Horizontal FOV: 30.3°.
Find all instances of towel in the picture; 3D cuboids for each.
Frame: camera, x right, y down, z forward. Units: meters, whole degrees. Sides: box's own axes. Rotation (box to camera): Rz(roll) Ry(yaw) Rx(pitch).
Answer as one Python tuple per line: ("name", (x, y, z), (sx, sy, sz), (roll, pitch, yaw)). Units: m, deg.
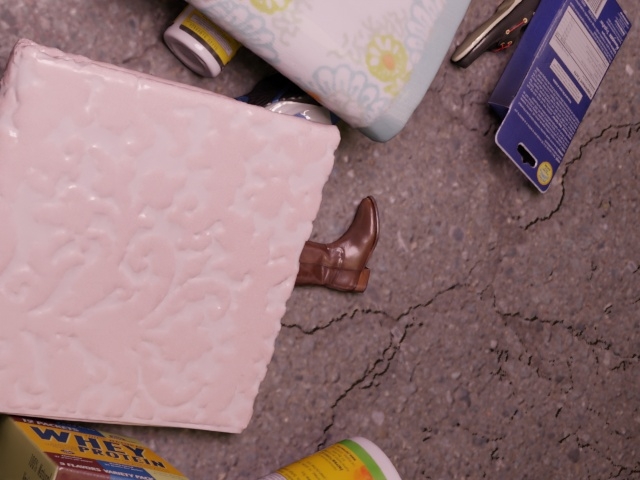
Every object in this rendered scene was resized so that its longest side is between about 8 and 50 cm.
("towel", (-0.167, 0.012, 1.074), (0.316, 0.053, 0.332), (11, 107, -29))
("towel", (0.017, -0.326, 1.108), (0.320, 0.090, 0.375), (33, 68, -21))

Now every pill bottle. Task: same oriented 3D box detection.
("pill bottle", (-0.039, 0.301, 1.167), (0.245, 0.136, 0.136), (-21, 105, -23))
("pill bottle", (-0.089, -0.216, 1.120), (0.065, 0.065, 0.116), (43, 77, -24))

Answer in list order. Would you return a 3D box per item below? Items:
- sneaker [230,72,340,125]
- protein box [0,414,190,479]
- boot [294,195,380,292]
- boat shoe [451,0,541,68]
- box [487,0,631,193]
("sneaker", (-0.041, -0.111, 1.160), (0.211, 0.080, 0.081), (-23, 121, -18))
("protein box", (-0.220, 0.279, 1.037), (0.136, 0.199, 0.201), (17, 88, -28))
("boot", (0.000, 0.000, 1.211), (0.114, 0.037, 0.107), (7, 90, -23))
("boat shoe", (0.194, -0.225, 1.272), (0.133, 0.049, 0.042), (-43, 105, -21))
("box", (0.256, -0.178, 1.291), (0.136, 0.036, 0.225), (38, 77, -47))
